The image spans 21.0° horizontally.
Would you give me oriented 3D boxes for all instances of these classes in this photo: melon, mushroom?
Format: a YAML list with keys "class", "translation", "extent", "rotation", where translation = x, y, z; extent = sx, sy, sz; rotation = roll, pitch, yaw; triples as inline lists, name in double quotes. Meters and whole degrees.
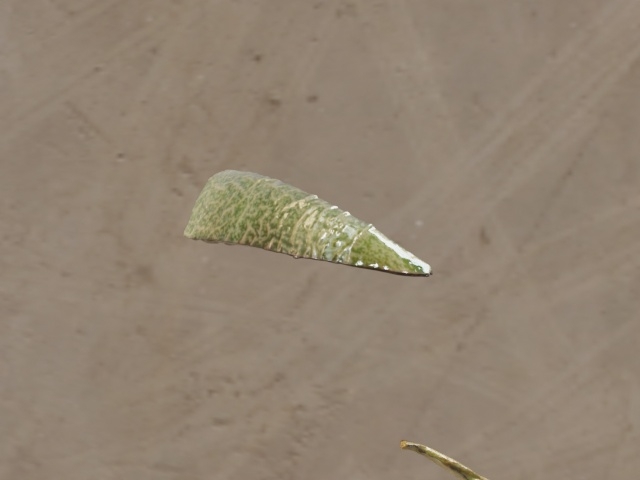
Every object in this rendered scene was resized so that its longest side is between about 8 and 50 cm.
- class: "melon"
  translation: [-0.007, -0.003, 1.089]
  extent: [0.098, 0.182, 0.054]
  rotation: [24, 84, -25]
- class: "mushroom"
  translation: [0.181, 0.216, 1.433]
  extent: [0.286, 0.026, 0.028]
  rotation: [30, 51, -24]
